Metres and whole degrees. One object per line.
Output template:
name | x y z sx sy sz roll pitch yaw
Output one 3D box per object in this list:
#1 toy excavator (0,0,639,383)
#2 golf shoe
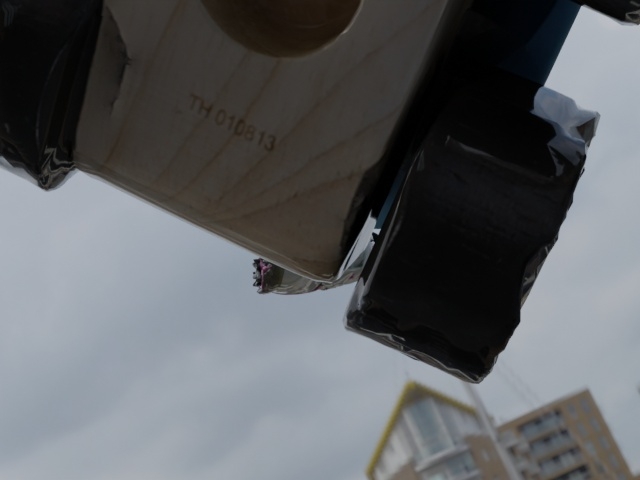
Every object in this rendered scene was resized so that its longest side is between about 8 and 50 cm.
toy excavator | 0.066 -0.237 0.488 0.445 0.222 0.433 -60 -8 -56
golf shoe | 0.000 0.000 0.819 0.086 0.067 0.186 4 5 6
